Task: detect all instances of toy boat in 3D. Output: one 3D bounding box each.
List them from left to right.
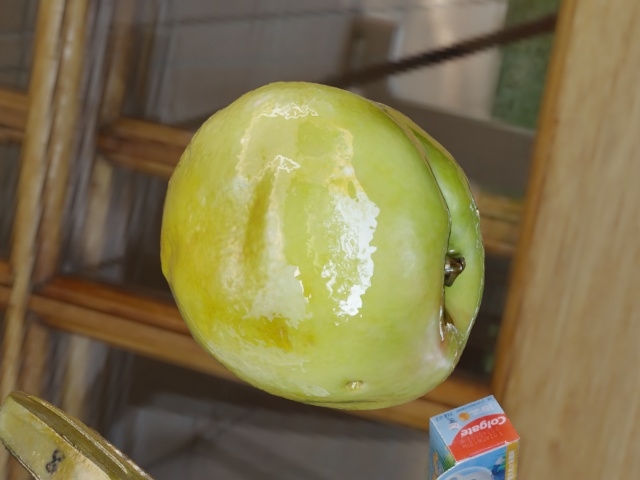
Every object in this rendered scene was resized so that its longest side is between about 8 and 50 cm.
[{"bbox_3d":[-0.212,0.200,1.506,0.088,0.226,0.068,25,95,-49],"label":"toy boat"}]

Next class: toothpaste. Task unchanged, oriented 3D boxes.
[{"bbox_3d":[0.095,0.193,1.190,0.070,0.044,0.193,-18,138,-14],"label":"toothpaste"}]

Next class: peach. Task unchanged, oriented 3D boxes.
[{"bbox_3d":[0.005,0.006,1.633,0.281,0.315,0.314,-5,93,-52],"label":"peach"}]
